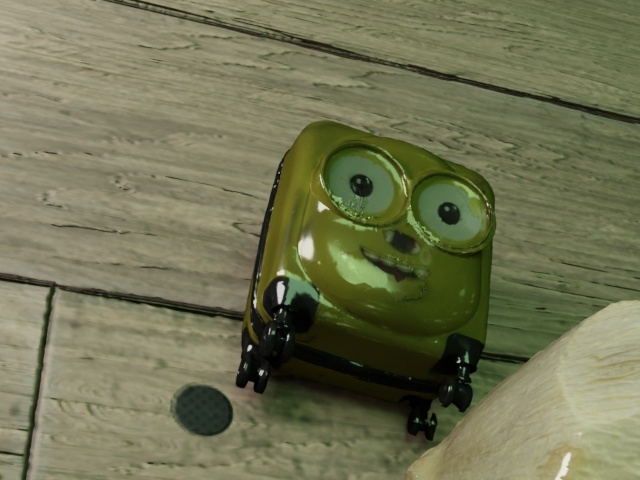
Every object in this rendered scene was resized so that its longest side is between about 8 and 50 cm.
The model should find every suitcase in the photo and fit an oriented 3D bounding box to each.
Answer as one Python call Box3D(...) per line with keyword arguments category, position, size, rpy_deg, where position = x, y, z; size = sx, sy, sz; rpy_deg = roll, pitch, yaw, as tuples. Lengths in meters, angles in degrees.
Box3D(category="suitcase", position=(0.044, 0.022, 0.923), size=(0.193, 0.143, 0.235), rpy_deg=(17, 57, -11))

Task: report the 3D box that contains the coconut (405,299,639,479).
Box3D(category="coconut", position=(0.226, 0.218, 0.710), size=(0.360, 0.346, 0.346), rpy_deg=(17, 41, 21))
